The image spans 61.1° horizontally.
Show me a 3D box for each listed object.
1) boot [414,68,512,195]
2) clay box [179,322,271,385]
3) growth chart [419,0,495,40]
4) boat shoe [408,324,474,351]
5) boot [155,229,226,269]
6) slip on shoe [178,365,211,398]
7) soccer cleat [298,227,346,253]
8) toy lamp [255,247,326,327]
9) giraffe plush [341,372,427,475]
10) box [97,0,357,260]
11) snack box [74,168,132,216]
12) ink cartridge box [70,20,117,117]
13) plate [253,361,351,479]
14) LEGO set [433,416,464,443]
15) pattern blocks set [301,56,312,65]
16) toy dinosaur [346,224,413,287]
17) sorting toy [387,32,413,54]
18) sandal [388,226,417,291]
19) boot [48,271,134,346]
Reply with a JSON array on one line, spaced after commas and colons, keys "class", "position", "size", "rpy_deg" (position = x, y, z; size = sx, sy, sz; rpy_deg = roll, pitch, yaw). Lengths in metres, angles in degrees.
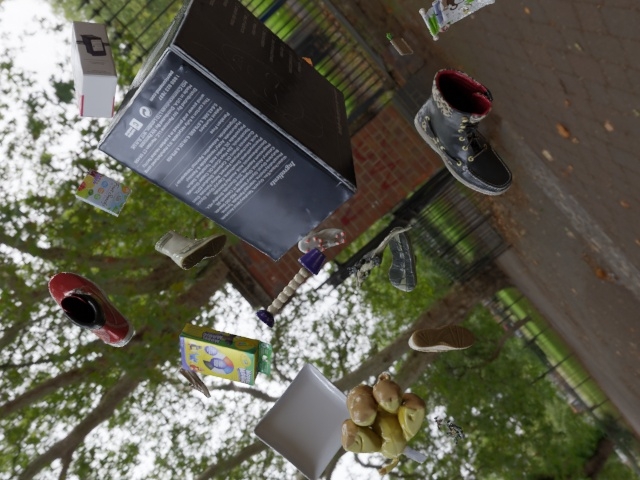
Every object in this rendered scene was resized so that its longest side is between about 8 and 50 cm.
[{"class": "boot", "position": [0.441, -0.316, 1.601], "size": [0.377, 0.138, 0.284], "rpy_deg": [51, 171, 13]}, {"class": "clay box", "position": [-0.235, 0.289, 1.354], "size": [0.222, 0.127, 0.053], "rpy_deg": [12, -142, 8]}, {"class": "growth chart", "position": [0.369, -0.616, 1.390], "size": [0.172, 0.237, 0.021], "rpy_deg": [14, -123, -57]}, {"class": "boat shoe", "position": [0.303, 0.250, 1.372], "size": [0.059, 0.170, 0.063], "rpy_deg": [119, 151, -64]}, {"class": "boot", "position": [-0.456, 0.009, 1.920], "size": [0.165, 0.077, 0.213], "rpy_deg": [27, -138, 29]}, {"class": "slip on shoe", "position": [-0.388, 0.440, 1.679], "size": [0.135, 0.041, 0.051], "rpy_deg": [59, 162, -17]}, {"class": "soccer cleat", "position": [0.000, 0.000, 1.846], "size": [0.196, 0.068, 0.076], "rpy_deg": [-14, -157, -34]}, {"class": "toy lamp", "position": [-0.087, 0.138, 1.655], "size": [0.080, 0.274, 0.080], "rpy_deg": [41, 177, 2]}, {"class": "giraffe plush", "position": [0.125, 0.365, 1.158], "size": [0.210, 0.181, 0.170], "rpy_deg": [53, 178, -23]}, {"class": "box", "position": [-0.188, -0.294, 1.288], "size": [0.472, 0.297, 0.479], "rpy_deg": [33, -148, -26]}, {"class": "snack box", "position": [-0.690, -0.153, 1.730], "size": [0.141, 0.100, 0.037], "rpy_deg": [27, 163, -12]}, {"class": "ink cartridge box", "position": [-0.692, -0.519, 1.648], "size": [0.100, 0.172, 0.237], "rpy_deg": [-5, -121, -29]}, {"class": "plate", "position": [-0.036, 0.580, 1.748], "size": [0.278, 0.277, 0.045], "rpy_deg": [44, 163, -13]}, {"class": "LEGO set", "position": [0.260, 0.370, 1.072], "size": [0.083, 0.023, 0.054], "rpy_deg": [33, 143, 51]}, {"class": "pattern blocks set", "position": [-0.140, -0.610, 2.151], "size": [0.325, 0.285, 0.026], "rpy_deg": [30, -168, -12]}, {"class": "toy dinosaur", "position": [0.147, 0.053, 1.523], "size": [0.064, 0.268, 0.118], "rpy_deg": [46, -142, 8]}, {"class": "sorting toy", "position": [0.226, -0.568, 1.567], "size": [0.062, 0.012, 0.083], "rpy_deg": [-29, -100, -44]}, {"class": "sandal", "position": [0.334, 0.075, 2.118], "size": [0.120, 0.086, 0.302], "rpy_deg": [17, 128, 32]}, {"class": "boot", "position": [-0.522, 0.121, 1.153], "size": [0.244, 0.088, 0.176], "rpy_deg": [32, 165, 22]}]
